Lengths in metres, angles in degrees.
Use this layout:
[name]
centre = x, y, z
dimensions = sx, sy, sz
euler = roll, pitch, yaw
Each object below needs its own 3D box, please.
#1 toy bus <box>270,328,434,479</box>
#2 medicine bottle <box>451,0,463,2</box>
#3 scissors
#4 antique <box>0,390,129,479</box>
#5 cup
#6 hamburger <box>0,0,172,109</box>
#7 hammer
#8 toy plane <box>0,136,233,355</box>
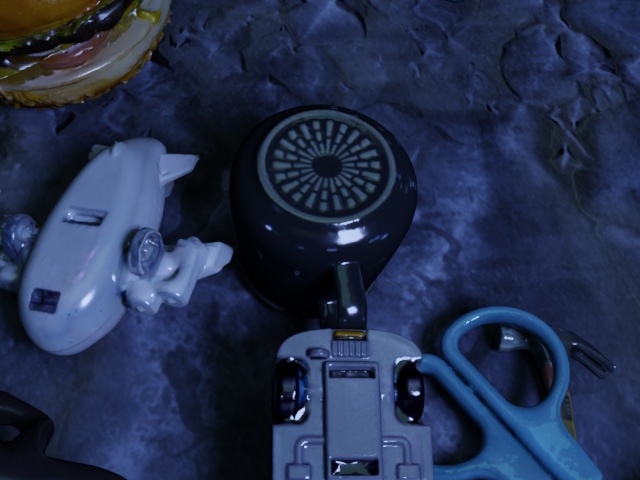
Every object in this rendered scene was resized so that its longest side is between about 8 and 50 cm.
[toy bus]
centre = 0.019, 0.188, 0.723
dimensions = 0.126, 0.136, 0.210
euler = 2, 67, -7
[medicine bottle]
centre = 0.199, -0.415, 1.138
dimensions = 0.079, 0.124, 0.258
euler = 18, 55, 8
[scissors]
centre = 0.234, 0.244, 0.736
dimensions = 0.192, 0.029, 0.447
euler = -36, 61, -11
[antique]
centre = -0.313, 0.248, 0.628
dimensions = 0.255, 0.185, 0.322
euler = 34, 59, 6
[cup]
centre = 0.000, 0.000, 0.819
dimensions = 0.169, 0.177, 0.223
euler = -4, 62, -12
[hamburger]
centre = -0.297, -0.275, 0.926
dimensions = 0.290, 0.225, 0.291
euler = 0, 60, 1
[hammer]
centre = 0.226, 0.209, 0.802
dimensions = 0.111, 0.033, 0.288
euler = 4, 58, -4
[toy plane]
centre = -0.201, 0.001, 0.835
dimensions = 0.244, 0.117, 0.245
euler = -6, 55, 9
